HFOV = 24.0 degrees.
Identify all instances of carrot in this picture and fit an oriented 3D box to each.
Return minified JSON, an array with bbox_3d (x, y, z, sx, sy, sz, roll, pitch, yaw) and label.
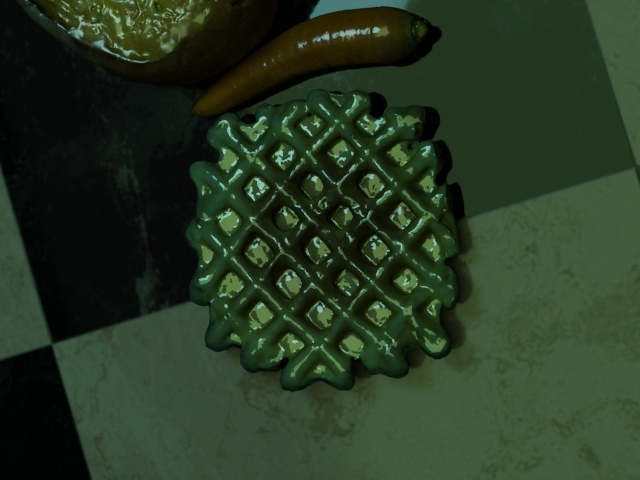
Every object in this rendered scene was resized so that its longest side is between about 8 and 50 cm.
[{"bbox_3d":[-0.018,-0.190,1.549,0.271,0.066,0.062,-12,46,19],"label":"carrot"}]

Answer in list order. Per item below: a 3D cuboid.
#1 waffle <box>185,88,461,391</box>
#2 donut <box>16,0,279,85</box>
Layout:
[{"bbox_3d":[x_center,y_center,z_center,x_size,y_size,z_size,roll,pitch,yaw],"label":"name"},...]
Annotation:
[{"bbox_3d":[0.000,0.000,1.552,0.291,0.056,0.309,-5,91,17],"label":"waffle"},{"bbox_3d":[-0.186,-0.309,1.541,0.317,0.150,0.299,3,97,16],"label":"donut"}]
